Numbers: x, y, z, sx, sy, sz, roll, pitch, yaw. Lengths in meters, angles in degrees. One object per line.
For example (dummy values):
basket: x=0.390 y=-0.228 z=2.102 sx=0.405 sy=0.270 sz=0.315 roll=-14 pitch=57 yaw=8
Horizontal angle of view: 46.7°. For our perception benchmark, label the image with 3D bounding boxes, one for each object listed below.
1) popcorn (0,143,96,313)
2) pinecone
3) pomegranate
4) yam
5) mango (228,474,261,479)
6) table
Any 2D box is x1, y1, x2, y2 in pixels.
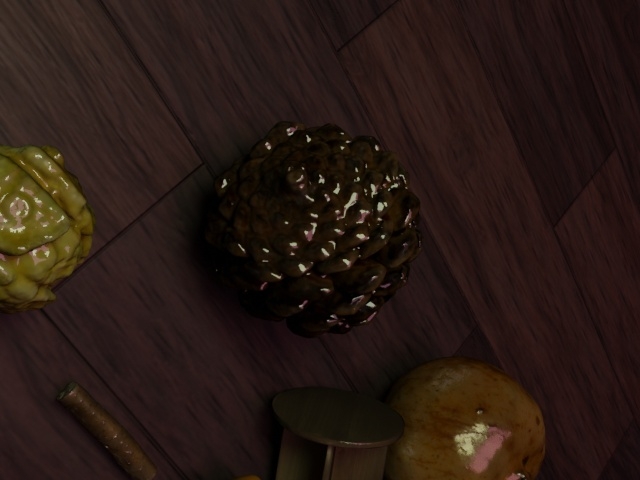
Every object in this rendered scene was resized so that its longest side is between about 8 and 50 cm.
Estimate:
popcorn: x=-0.299 y=-0.032 z=0.663 sx=0.195 sy=0.168 sz=0.174 roll=31 pitch=83 yaw=4
pinecone: x=-0.013 y=-0.001 z=0.843 sx=0.243 sy=0.243 sz=0.257 roll=-25 pitch=150 yaw=-35
pomegranate: x=0.191 y=0.277 z=1.013 sx=0.248 sy=0.248 sz=0.248 roll=-3 pitch=95 yaw=-38
yam: x=-0.229 y=0.209 z=0.802 sx=0.032 sy=0.032 sz=0.145 roll=-47 pitch=120 yaw=-26
mango: x=-0.130 y=0.384 z=0.833 sx=0.154 sy=0.126 sz=0.252 roll=50 pitch=63 yaw=-42
table: x=0.006 y=0.321 z=0.930 sx=0.167 sy=0.167 sz=0.227 roll=1 pitch=101 yaw=-38
